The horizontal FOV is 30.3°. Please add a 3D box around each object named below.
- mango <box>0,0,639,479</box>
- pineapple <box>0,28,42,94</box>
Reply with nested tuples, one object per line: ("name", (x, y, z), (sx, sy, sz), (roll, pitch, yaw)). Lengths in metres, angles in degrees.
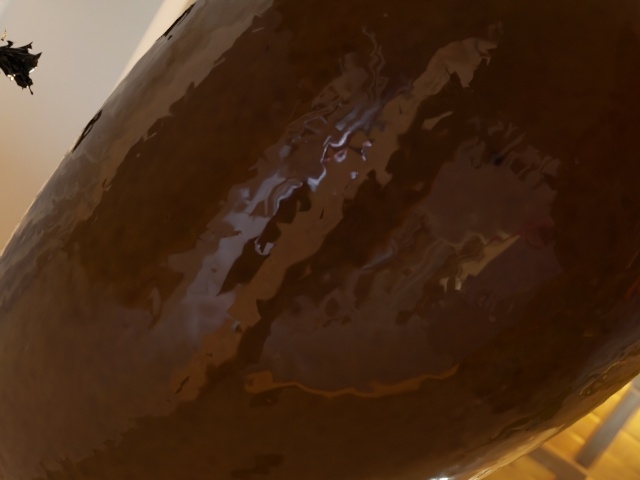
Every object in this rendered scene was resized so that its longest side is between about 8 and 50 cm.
("mango", (0.000, 0.000, 0.495), (0.221, 0.378, 0.264), (50, -166, -24))
("pineapple", (-0.294, -0.168, 1.010), (0.124, 0.058, 0.058), (27, -169, -19))
